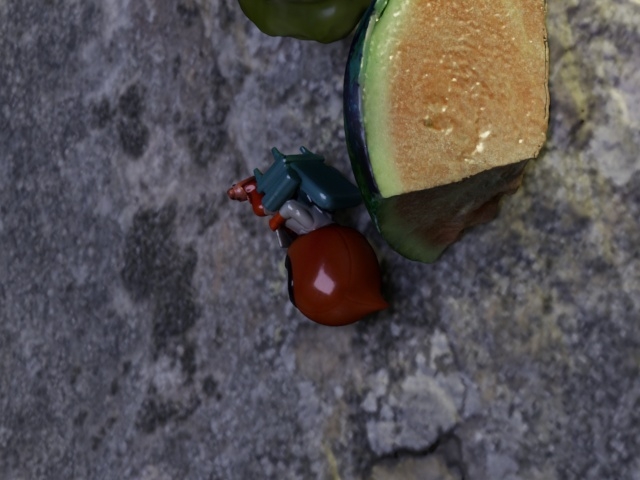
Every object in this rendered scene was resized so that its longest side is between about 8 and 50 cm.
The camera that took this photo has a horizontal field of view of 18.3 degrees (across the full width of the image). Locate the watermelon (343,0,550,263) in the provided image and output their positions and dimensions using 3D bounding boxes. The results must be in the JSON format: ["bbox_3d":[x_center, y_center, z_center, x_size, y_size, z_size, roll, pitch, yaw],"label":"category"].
[{"bbox_3d":[0.056,-0.104,1.294,0.128,0.146,0.231,-5,84,40],"label":"watermelon"}]

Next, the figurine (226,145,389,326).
[{"bbox_3d":[0.000,0.000,1.388,0.075,0.068,0.140,-43,67,26],"label":"figurine"}]

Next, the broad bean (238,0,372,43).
[{"bbox_3d":[-0.012,-0.278,1.386,0.238,0.119,0.291,-44,57,41],"label":"broad bean"}]
